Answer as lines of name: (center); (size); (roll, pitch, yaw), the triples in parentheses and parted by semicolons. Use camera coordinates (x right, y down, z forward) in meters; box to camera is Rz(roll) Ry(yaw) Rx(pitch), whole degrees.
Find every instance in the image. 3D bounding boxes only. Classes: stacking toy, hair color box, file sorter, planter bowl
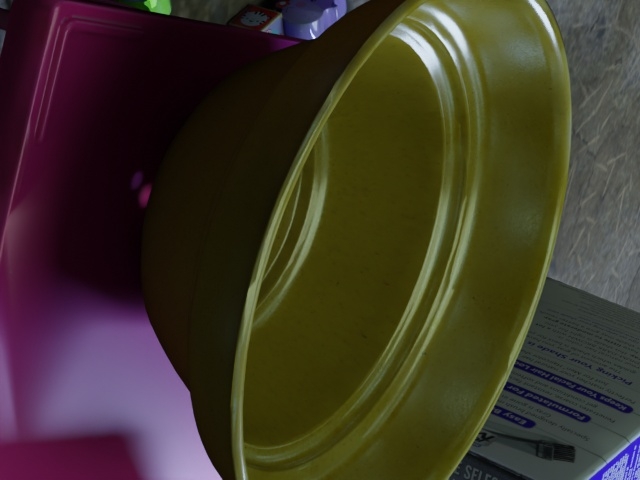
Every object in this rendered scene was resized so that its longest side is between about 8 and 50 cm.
stacking toy: (-0.027, -0.105, 0.895); (0.221, 0.052, 0.167); (-47, 144, -35)
hair color box: (0.170, 0.144, 1.267); (0.339, 0.185, 0.110); (-21, 127, -54)
file sorter: (-0.137, 0.037, 0.654); (0.202, 0.182, 0.290); (-2, 108, -59)
planter bowl: (0.000, 0.000, 0.582); (0.217, 0.090, 0.217); (-37, 137, -45)
